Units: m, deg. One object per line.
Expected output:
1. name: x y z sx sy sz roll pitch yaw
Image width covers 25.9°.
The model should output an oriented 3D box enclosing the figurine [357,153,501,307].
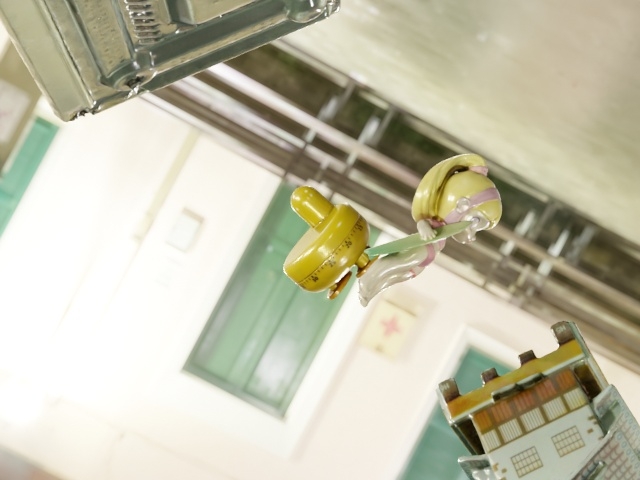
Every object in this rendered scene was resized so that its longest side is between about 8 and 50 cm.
1. figurine: 0.100 -0.011 1.330 0.083 0.187 0.083 46 165 16

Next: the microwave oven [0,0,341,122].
1. microwave oven: -0.077 -0.173 0.628 0.240 0.194 0.145 91 158 -77

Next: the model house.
1. model house: 0.270 0.245 1.592 0.224 0.198 0.215 55 -171 -46

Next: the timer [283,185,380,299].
1. timer: 0.000 0.000 1.519 0.109 0.107 0.107 42 177 -9
